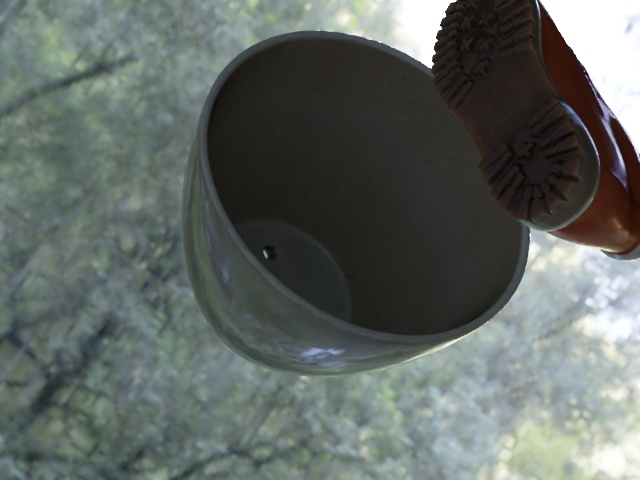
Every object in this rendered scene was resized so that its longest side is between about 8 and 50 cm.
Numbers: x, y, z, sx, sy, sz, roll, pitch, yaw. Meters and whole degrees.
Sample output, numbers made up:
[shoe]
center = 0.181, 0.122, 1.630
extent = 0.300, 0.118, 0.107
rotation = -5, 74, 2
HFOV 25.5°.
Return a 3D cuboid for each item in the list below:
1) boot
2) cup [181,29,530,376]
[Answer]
[boot]
center = 0.103, -0.057, 0.640
extent = 0.084, 0.059, 0.158
rotation = 23, 39, -38
[cup]
center = 0.000, 0.000, 1.358
extent = 0.331, 0.331, 0.237
rotation = 35, -39, -4
